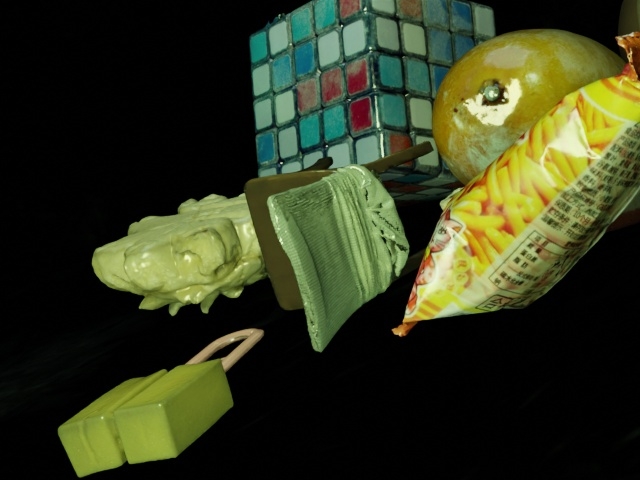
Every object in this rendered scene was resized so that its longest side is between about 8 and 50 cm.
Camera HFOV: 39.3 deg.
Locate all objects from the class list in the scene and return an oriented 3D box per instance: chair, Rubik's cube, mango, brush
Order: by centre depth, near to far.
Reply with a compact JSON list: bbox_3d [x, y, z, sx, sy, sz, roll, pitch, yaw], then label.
[{"bbox_3d":[-0.112,0.124,0.776,0.103,0.047,0.233,-16,7,24],"label":"brush"},{"bbox_3d":[0.000,0.000,0.960,0.186,0.160,0.319,-7,13,36],"label":"chair"},{"bbox_3d":[0.270,-0.142,1.075,0.221,0.199,0.384,-44,-18,24],"label":"mango"},{"bbox_3d":[0.087,-0.208,1.388,0.293,0.286,0.292,1,-8,-42],"label":"Rubik's cube"}]

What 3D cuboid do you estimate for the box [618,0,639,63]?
[{"bbox_3d":[0.511,-0.260,1.082,0.301,0.301,0.216,-19,1,7],"label":"box"}]

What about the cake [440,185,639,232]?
[{"bbox_3d":[0.214,-0.032,0.881,0.220,0.086,0.117,-12,11,44],"label":"cake"}]

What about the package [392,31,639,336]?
[{"bbox_3d":[0.191,-0.038,0.730,0.288,0.108,0.223,-46,-10,27],"label":"package"}]

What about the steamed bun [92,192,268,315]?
[{"bbox_3d":[-0.162,0.025,1.248,0.292,0.137,0.295,-18,15,-18],"label":"steamed bun"}]
